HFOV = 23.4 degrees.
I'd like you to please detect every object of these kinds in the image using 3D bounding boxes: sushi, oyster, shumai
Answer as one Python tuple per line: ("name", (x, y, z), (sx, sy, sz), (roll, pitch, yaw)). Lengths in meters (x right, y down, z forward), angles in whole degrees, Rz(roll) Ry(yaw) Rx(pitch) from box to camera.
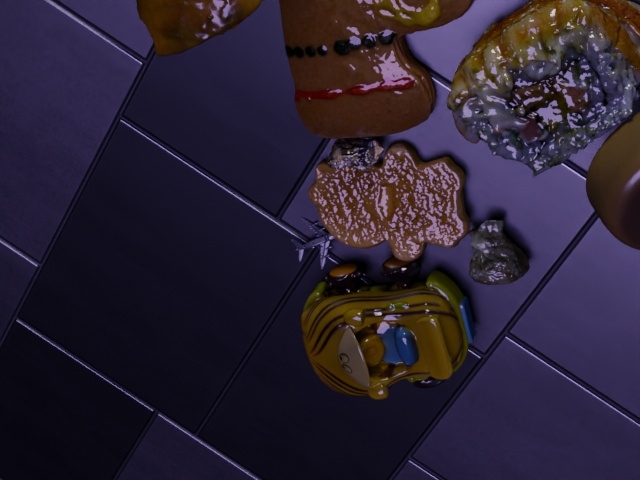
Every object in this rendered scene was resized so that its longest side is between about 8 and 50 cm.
("sushi", (0.294, -0.202, 1.895), (0.274, 0.139, 0.184), (-32, 105, 30))
("oyster", (0.048, -0.120, 2.077), (0.083, 0.054, 0.019), (2, 157, 24))
("shumai", (0.237, 0.011, 2.071), (0.083, 0.082, 0.080), (-7, 115, -3))

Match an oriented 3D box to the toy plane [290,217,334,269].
("toy plane", (-0.002, 0.001, 2.178), (0.084, 0.024, 0.078), (-22, 89, 28))

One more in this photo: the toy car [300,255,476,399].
("toy car", (0.084, 0.137, 2.149), (0.247, 0.142, 0.200), (-10, 112, 22))

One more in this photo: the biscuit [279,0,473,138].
("biscuit", (0.077, -0.256, 1.996), (0.262, 0.052, 0.277), (3, 117, 19))

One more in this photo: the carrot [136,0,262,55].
("carrot", (-0.114, -0.413, 1.870), (0.241, 0.241, 0.341), (5, 116, 17))

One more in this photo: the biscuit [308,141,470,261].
("biscuit", (0.093, -0.052, 2.105), (0.225, 0.036, 0.166), (-3, 105, 22))

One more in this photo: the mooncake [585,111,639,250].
("mooncake", (0.450, -0.086, 1.876), (0.234, 0.117, 0.235), (-8, 130, -10))
